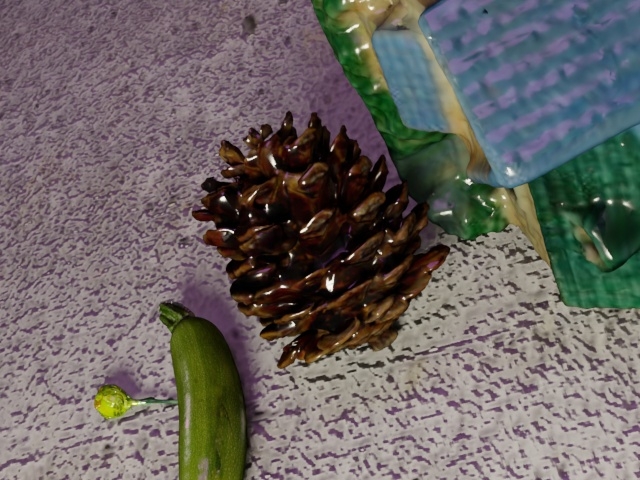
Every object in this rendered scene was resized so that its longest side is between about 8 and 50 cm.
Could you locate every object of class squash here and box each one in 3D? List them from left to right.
[{"bbox_3d":[-0.117,0.175,1.112,0.080,0.071,0.318,-9,46,-6],"label":"squash"}]

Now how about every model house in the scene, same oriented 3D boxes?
[{"bbox_3d":[0.235,-0.121,1.009,0.335,0.382,0.342,-28,41,-2],"label":"model house"}]

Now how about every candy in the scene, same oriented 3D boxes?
[{"bbox_3d":[-0.189,0.176,1.179,0.123,0.035,0.035,-3,30,12],"label":"candy"}]

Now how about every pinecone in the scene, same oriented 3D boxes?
[{"bbox_3d":[0.000,0.000,1.097,0.224,0.272,0.224,-28,11,6],"label":"pinecone"}]
